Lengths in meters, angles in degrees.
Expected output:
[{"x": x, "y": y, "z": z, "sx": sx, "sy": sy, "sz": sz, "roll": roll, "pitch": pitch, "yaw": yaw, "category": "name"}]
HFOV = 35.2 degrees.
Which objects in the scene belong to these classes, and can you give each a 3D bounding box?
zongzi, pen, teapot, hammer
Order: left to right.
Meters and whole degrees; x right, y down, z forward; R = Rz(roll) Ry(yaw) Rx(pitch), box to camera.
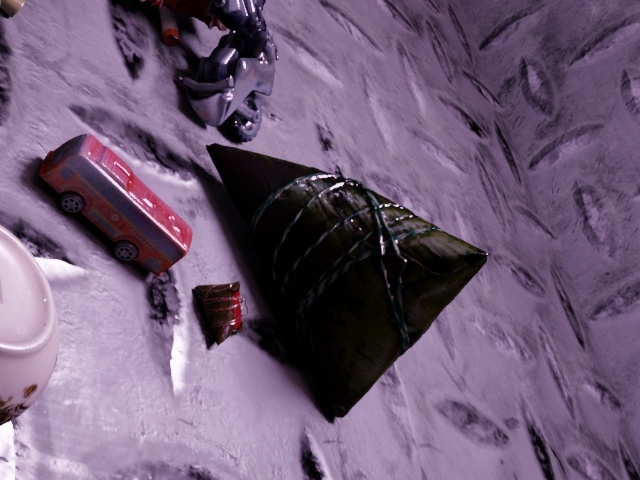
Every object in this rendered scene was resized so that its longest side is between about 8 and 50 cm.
[{"x": -0.334, "y": 0.059, "z": 0.838, "sx": 0.300, "sy": 0.166, "sz": 0.208, "roll": 22, "pitch": 50, "yaw": -40, "category": "teapot"}, {"x": -0.360, "y": -0.367, "z": 1.299, "sx": 0.060, "sy": 0.028, "sz": 0.195, "roll": 45, "pitch": 55, "yaw": -20, "category": "hammer"}, {"x": -0.250, "y": -0.401, "z": 1.615, "sx": 0.028, "sy": 0.028, "sz": 0.239, "roll": 29, "pitch": 38, "yaw": -45, "category": "pen"}, {"x": -0.118, "y": 0.097, "z": 1.289, "sx": 0.073, "sy": 0.067, "sz": 0.083, "roll": 26, "pitch": 57, "yaw": -66, "category": "zongzi"}, {"x": 0.000, "y": 0.000, "z": 1.429, "sx": 0.362, "sy": 0.319, "sz": 0.383, "roll": 30, "pitch": 19, "yaw": -29, "category": "zongzi"}]

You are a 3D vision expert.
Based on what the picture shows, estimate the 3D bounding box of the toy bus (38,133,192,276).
[{"x": -0.236, "y": -0.042, "z": 1.186, "sx": 0.192, "sy": 0.077, "sz": 0.065, "roll": 46, "pitch": 25, "yaw": -27, "category": "toy bus"}]

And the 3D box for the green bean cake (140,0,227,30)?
[{"x": -0.211, "y": -0.424, "z": 1.532, "sx": 0.233, "sy": 0.198, "sz": 0.097, "roll": -5, "pitch": 47, "yaw": -41, "category": "green bean cake"}]

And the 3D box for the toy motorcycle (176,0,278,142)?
[{"x": -0.138, "y": -0.281, "z": 1.530, "sx": 0.159, "sy": 0.106, "sz": 0.270, "roll": -16, "pitch": 111, "yaw": -53, "category": "toy motorcycle"}]
